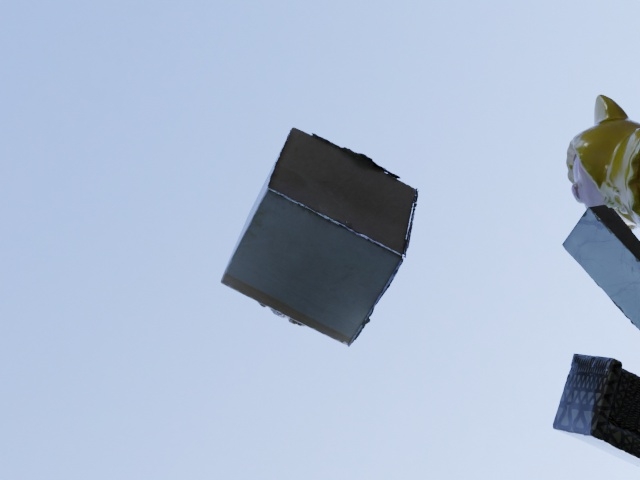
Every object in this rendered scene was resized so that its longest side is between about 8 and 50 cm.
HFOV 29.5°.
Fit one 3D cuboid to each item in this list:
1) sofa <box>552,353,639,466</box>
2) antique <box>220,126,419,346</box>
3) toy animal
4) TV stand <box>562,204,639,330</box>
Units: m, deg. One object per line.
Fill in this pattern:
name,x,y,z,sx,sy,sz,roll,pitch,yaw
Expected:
sofa,0.219,0.123,0.854,0.118,0.039,0.060,27,-105,-37
antique,0.000,0.000,1.192,0.151,0.148,0.147,27,-150,-5
toy animal,0.361,-0.073,1.323,0.156,0.230,0.156,-5,-76,-19
TV stand,0.299,0.074,0.998,0.040,0.049,0.256,-10,-130,-40
